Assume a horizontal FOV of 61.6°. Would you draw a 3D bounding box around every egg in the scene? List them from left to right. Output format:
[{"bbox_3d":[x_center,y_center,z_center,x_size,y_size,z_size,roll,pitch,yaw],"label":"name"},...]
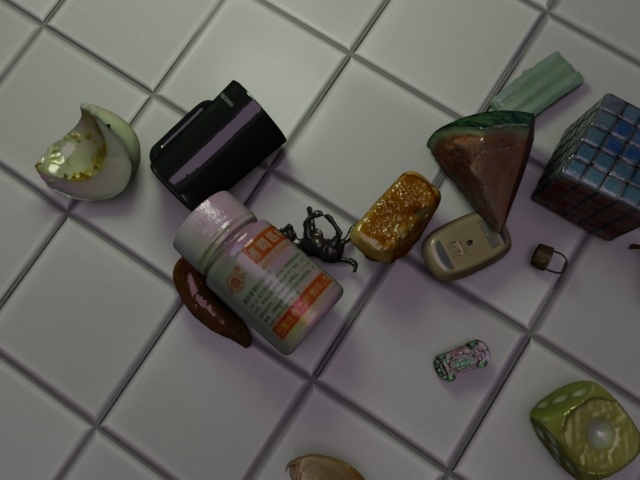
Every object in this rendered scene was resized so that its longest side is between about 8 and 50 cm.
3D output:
[{"bbox_3d":[-0.574,-0.233,1.401,0.206,0.162,0.271,38,120,-23],"label":"egg"}]

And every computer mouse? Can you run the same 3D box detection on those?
[{"bbox_3d":[0.368,0.014,1.362,0.236,0.082,0.145,-26,80,-13],"label":"computer mouse"}]

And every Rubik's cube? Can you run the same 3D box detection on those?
[{"bbox_3d":[0.697,-0.171,1.306,0.237,0.238,0.237,29,81,7],"label":"Rubik's cube"}]

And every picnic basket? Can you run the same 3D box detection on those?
[{"bbox_3d":[0.581,0.051,1.357,0.083,0.072,0.072,23,82,15],"label":"picnic basket"}]

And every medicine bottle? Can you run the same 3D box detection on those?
[{"bbox_3d":[-0.151,0.074,1.302,0.388,0.219,0.219,41,84,7],"label":"medicine bottle"}]

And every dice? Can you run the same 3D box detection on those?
[{"bbox_3d":[0.608,0.437,1.243,0.166,0.169,0.169,-31,81,-4],"label":"dice"}]

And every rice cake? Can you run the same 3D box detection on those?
[{"bbox_3d":[0.580,-0.402,1.445,0.237,0.043,0.127,-38,80,-5],"label":"rice cake"}]

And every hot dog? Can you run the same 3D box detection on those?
[{"bbox_3d":[0.182,-0.044,1.344,0.150,0.153,0.257,39,71,12],"label":"hot dog"}]

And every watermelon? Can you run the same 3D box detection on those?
[{"bbox_3d":[0.452,-0.205,1.315,0.250,0.283,0.293,-33,93,1],"label":"watermelon"}]

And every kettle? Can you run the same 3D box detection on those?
[{"bbox_3d":[-0.285,-0.252,1.375,0.308,0.203,0.262,-42,84,-2],"label":"kettle"}]

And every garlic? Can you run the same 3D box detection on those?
[{"bbox_3d":[0.024,0.593,1.244,0.245,0.164,0.145,44,102,13],"label":"garlic"}]

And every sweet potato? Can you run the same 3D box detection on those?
[{"bbox_3d":[-0.284,0.165,1.361,0.097,0.097,0.292,-37,86,-4],"label":"sweet potato"}]

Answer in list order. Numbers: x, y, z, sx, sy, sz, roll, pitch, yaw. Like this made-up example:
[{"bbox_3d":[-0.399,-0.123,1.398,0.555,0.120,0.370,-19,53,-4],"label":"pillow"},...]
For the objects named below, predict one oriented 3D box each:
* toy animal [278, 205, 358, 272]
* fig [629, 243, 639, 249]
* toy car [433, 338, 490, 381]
[{"bbox_3d":[0.000,0.000,1.390,0.232,0.084,0.148,21,95,8],"label":"toy animal"},{"bbox_3d":[0.864,0.077,1.321,0.146,0.134,0.201,-19,72,-11],"label":"fig"},{"bbox_3d":[0.352,0.296,1.334,0.142,0.055,0.069,-27,80,12],"label":"toy car"}]
